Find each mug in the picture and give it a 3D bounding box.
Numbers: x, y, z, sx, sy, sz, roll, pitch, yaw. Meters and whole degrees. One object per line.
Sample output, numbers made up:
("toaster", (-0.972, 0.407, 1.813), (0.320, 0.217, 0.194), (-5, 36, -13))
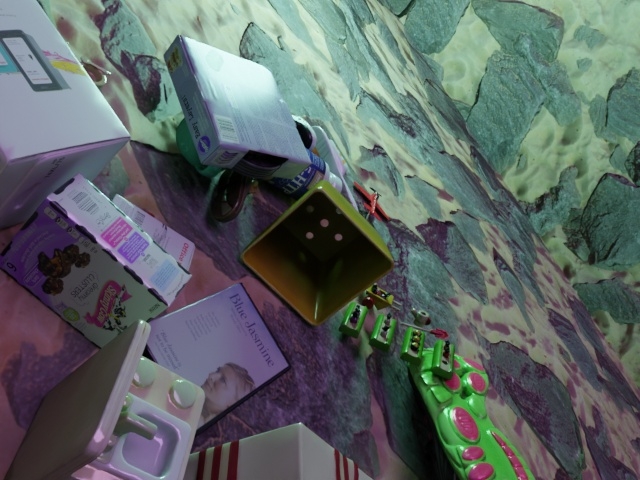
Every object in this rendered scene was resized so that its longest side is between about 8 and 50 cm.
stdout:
("mug", (-0.223, -0.192, 1.149), (0.129, 0.097, 0.157), (50, 33, -8))

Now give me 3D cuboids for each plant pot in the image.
("plant pot", (0.000, 0.000, 1.176), (0.212, 0.212, 0.187), (44, 21, -15))

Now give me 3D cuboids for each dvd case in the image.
("dvd case", (-0.165, 0.180, 0.950), (0.180, 0.022, 0.253), (58, 32, 6))

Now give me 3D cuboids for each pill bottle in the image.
("pill bottle", (-0.045, -0.149, 1.324), (0.187, 0.112, 0.112), (30, 40, -33))

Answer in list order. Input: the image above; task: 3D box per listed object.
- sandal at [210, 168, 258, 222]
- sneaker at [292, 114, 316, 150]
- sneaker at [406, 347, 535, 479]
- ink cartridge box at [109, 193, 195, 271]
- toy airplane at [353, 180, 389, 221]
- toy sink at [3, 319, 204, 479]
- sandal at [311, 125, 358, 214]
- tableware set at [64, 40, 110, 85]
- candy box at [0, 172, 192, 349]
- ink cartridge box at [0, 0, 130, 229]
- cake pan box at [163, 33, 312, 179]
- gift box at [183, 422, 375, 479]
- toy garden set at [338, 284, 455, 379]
("sandal", (-0.156, -0.103, 1.170), (0.060, 0.090, 0.219), (54, 27, -33))
("sneaker", (-0.119, -0.267, 1.346), (0.217, 0.079, 0.121), (40, 30, 24))
("sneaker", (0.262, 0.394, 1.183), (0.185, 0.202, 0.482), (13, 28, -10))
("ink cartridge box", (-0.281, 0.017, 0.912), (0.150, 0.063, 0.109), (37, 36, -26))
("toy airplane", (0.141, -0.100, 1.594), (0.151, 0.028, 0.151), (34, 38, -31))
("toy sink", (-0.223, 0.218, 0.643), (0.131, 0.234, 0.152), (37, 35, -25))
("sandal", (0.027, -0.151, 1.442), (0.076, 0.102, 0.265), (-20, 85, -58))
("tableware set", (-0.449, -0.293, 1.026), (0.141, 0.020, 0.168), (33, 38, -30))
("candy box", (-0.299, 0.037, 0.776), (0.196, 0.165, 0.070), (45, 34, -14))
("ink cartridge box", (-0.436, -0.172, 0.765), (0.270, 0.198, 0.197), (55, 32, 0))
("cake pan box", (-0.153, -0.246, 1.134), (0.246, 0.070, 0.266), (0, 60, -50))
("gift box", (-0.070, 0.401, 0.668), (0.255, 0.276, 0.258), (46, 27, -38))
("toy garden set", (0.178, 0.177, 1.262), (0.244, 0.049, 0.204), (23, 24, 6))
